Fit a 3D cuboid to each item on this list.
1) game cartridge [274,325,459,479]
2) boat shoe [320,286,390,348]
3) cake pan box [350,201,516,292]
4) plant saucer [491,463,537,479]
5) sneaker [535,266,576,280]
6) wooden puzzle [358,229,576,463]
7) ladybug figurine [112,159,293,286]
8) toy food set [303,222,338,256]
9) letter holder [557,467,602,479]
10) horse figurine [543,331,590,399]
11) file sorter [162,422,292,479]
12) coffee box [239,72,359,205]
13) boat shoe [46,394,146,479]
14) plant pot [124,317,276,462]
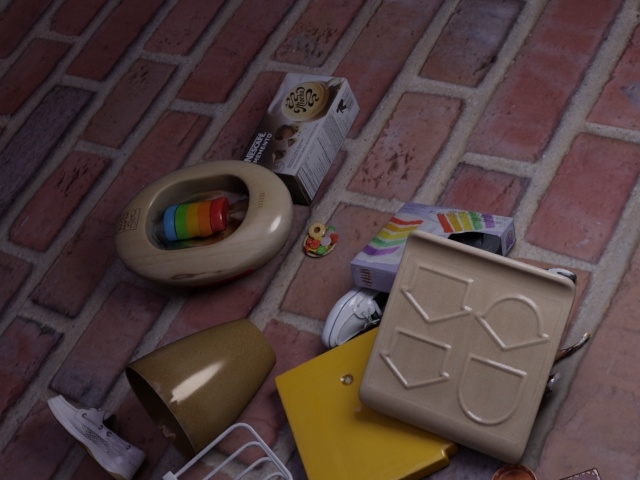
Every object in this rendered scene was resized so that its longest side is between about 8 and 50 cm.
[{"bbox_3d":[0.084,0.340,1.995,0.285,0.053,0.324,-26,52,5],"label":"game cartridge"},{"bbox_3d":[0.092,0.136,2.114,0.075,0.083,0.226,25,68,38],"label":"boat shoe"},{"bbox_3d":[0.232,0.026,2.083,0.266,0.070,0.246,12,42,35],"label":"cake pan box"},{"bbox_3d":[0.341,0.434,1.823,0.083,0.013,0.084,-12,52,16],"label":"plant saucer"},{"bbox_3d":[0.447,0.077,2.028,0.109,0.040,0.044,0,72,29],"label":"sneaker"},{"bbox_3d":[0.264,0.188,1.877,0.322,0.080,0.348,19,96,22],"label":"wooden puzzle"},{"bbox_3d":[-0.258,-0.024,2.338,0.449,0.162,0.305,-5,60,21],"label":"ladybug figurine"},{"bbox_3d":[0.000,0.000,2.300,0.082,0.020,0.083,16,64,33],"label":"toy food set"},{"bbox_3d":[0.346,0.532,1.659,0.301,0.152,0.214,-22,51,9],"label":"letter holder"},{"bbox_3d":[0.376,0.183,1.960,0.174,0.066,0.263,-44,51,-17],"label":"horse figurine"},{"bbox_3d":[-0.111,0.484,1.828,0.173,0.278,0.193,-39,49,-11],"label":"file sorter"},{"bbox_3d":[-0.051,-0.242,2.437,0.168,0.119,0.297,12,61,30],"label":"coffee box"},{"bbox_3d":[-0.465,0.399,2.176,0.277,0.098,0.096,35,74,29],"label":"boat shoe"},{"bbox_3d":[-0.223,0.276,2.088,0.254,0.237,0.237,-36,47,-23],"label":"plant pot"}]
